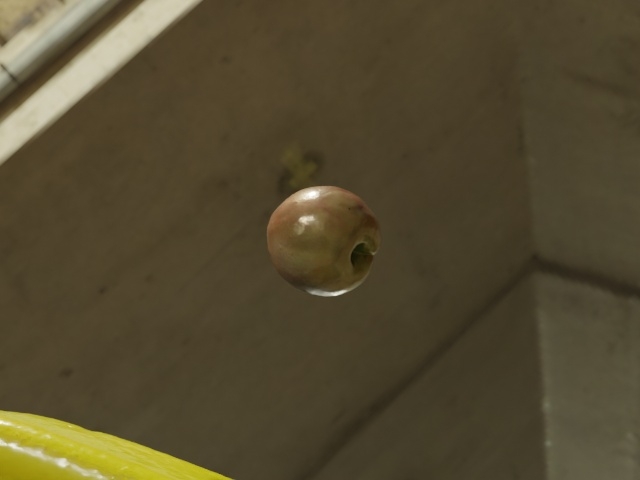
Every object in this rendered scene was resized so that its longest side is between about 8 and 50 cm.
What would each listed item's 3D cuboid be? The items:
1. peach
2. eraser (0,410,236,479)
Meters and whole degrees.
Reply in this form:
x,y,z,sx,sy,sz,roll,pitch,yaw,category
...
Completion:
x,y,z,sx,sy,sz,roll,pitch,yaw,category
0.001,-0.001,1.048,0.083,0.083,0.083,42,-14,13,peach
-0.061,0.166,0.553,0.226,0.158,0.069,18,-1,15,eraser
